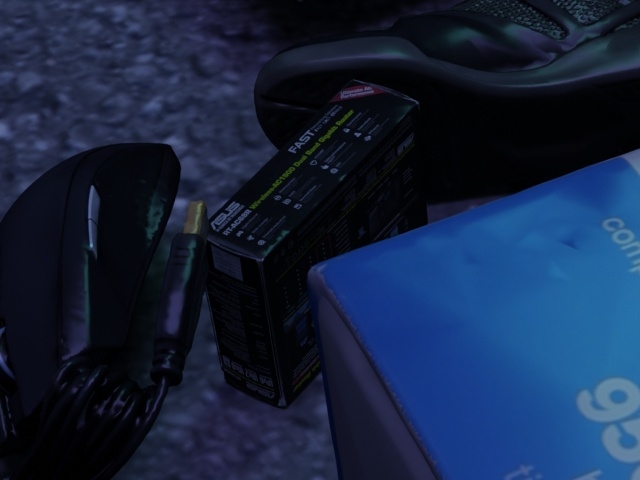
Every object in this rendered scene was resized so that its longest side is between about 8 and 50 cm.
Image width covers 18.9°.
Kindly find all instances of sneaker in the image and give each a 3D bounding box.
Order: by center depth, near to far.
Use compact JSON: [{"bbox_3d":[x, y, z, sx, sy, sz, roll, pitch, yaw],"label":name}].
[{"bbox_3d":[0.079,-0.092,0.954,0.228,0.087,0.130,-7,40,-2],"label":"sneaker"}]

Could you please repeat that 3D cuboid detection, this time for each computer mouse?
[{"bbox_3d":[-0.102,0.018,0.796,0.060,0.184,0.262,32,42,-16],"label":"computer mouse"}]

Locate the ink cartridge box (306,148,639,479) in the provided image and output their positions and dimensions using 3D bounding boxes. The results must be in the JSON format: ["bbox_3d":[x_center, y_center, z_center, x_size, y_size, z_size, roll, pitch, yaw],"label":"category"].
[{"bbox_3d":[0.219,0.088,0.577,0.395,0.285,0.166,-20,45,-11],"label":"ink cartridge box"}]

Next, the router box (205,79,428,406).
[{"bbox_3d":[0.000,0.000,0.857,0.038,0.092,0.122,22,50,29],"label":"router box"}]
